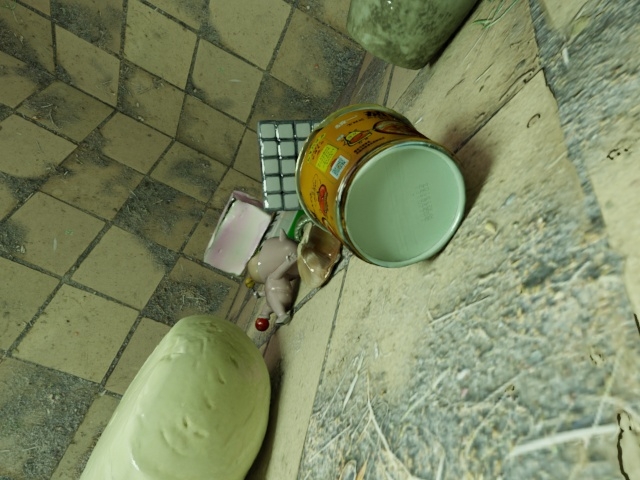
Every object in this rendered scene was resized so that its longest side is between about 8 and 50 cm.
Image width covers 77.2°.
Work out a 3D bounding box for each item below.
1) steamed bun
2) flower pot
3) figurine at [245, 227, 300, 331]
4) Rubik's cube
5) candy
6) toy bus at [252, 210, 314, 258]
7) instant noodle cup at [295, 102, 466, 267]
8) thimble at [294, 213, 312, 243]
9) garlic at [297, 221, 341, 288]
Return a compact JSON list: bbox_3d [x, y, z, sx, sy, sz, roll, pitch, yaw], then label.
[{"bbox_3d":[-0.273,0.395,0.842,0.371,0.290,0.455,-53,17,19],"label":"steamed bun"},{"bbox_3d":[0.222,-0.571,0.863,0.293,0.294,0.330,-77,11,-47],"label":"flower pot"},{"bbox_3d":[-0.139,0.113,1.163,0.176,0.187,0.287,73,-161,-67],"label":"figurine"},{"bbox_3d":[-0.051,-0.208,1.121,0.237,0.237,0.237,-126,31,-78],"label":"Rubik's cube"},{"bbox_3d":[-0.282,-0.022,1.373,0.264,0.156,0.115,-62,19,14],"label":"candy"},{"bbox_3d":[-0.104,-0.041,1.386,0.305,0.143,0.179,-66,13,-17],"label":"toy bus"},{"bbox_3d":[0.082,-0.070,0.552,0.215,0.216,0.172,-60,21,15],"label":"instant noodle cup"},{"bbox_3d":[-0.030,-0.041,1.208,0.110,0.085,0.062,-54,15,23],"label":"thimble"},{"bbox_3d":[0.003,0.024,0.948,0.124,0.099,0.174,100,-167,-58],"label":"garlic"}]
